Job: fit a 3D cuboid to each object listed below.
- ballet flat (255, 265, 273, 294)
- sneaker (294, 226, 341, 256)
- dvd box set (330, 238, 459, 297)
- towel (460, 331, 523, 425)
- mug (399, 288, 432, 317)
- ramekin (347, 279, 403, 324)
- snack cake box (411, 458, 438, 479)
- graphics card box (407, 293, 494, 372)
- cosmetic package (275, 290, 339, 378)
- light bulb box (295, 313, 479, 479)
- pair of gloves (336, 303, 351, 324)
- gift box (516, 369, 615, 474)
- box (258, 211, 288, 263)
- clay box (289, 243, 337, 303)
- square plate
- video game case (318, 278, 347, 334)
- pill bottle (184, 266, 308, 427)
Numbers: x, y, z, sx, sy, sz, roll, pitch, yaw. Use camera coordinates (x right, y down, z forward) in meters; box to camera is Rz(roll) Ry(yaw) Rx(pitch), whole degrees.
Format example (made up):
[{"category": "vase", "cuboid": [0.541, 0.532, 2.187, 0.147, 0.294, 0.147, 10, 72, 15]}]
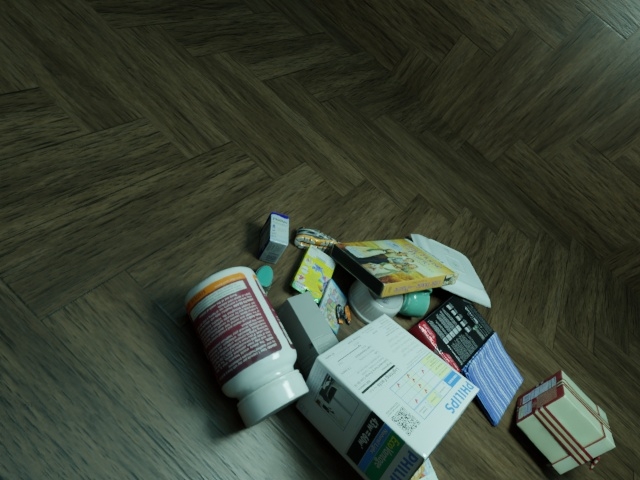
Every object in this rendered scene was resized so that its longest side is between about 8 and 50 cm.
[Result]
[{"category": "ballet flat", "cuboid": [-0.205, 0.166, 1.382, 0.070, 0.070, 0.189, 27, 41, -13]}, {"category": "sneaker", "cuboid": [0.000, 0.000, 1.644, 0.214, 0.084, 0.083, 19, 40, -21]}, {"category": "dvd box set", "cuboid": [0.293, 0.093, 1.618, 0.420, 0.062, 0.307, -3, 29, -36]}, {"category": "towel", "cuboid": [0.706, 0.548, 1.676, 0.335, 0.040, 0.243, -25, 82, -44]}, {"category": "mug", "cuboid": [0.361, 0.225, 1.649, 0.097, 0.158, 0.129, 13, 14, -21]}, {"category": "ramekin", "cuboid": [0.220, 0.217, 1.593, 0.207, 0.109, 0.207, 19, 47, -21]}, {"category": "snack cake box", "cuboid": [0.254, 0.698, 1.239, 0.152, 0.089, 0.265, -3, 58, -33]}, {"category": "graphics card box", "cuboid": [0.537, 0.375, 1.689, 0.370, 0.094, 0.233, -25, 71, -43]}, {"category": "cosmetic package", "cuboid": [-0.042, 0.299, 1.338, 0.107, 0.127, 0.238, -18, 65, -42]}, {"category": "light bulb box", "cuboid": [0.193, 0.455, 1.201, 0.361, 0.225, 0.357, 38, 34, 28]}, {"category": "pair of gloves", "cuboid": [0.084, 0.270, 1.506, 0.083, 0.010, 0.074, 18, 57, -50]}, {"category": "gift box", "cuboid": [0.914, 0.700, 1.576, 0.258, 0.276, 0.255, 47, 31, 13]}, {"category": "box", "cuboid": [-0.170, -0.009, 1.502, 0.072, 0.126, 0.137, 16, 48, -21]}, {"category": "clay box", "cuboid": [-0.029, 0.131, 1.535, 0.127, 0.053, 0.222, 34, 45, -9]}, {"category": "square plate", "cuboid": [0.592, 0.120, 1.875, 0.347, 0.049, 0.344, 23, 32, -20]}, {"category": "video game case", "cuboid": [0.044, 0.237, 1.489, 0.119, 0.015, 0.166, 53, 37, -26]}, {"category": "pill bottle", "cuboid": [-0.206, 0.292, 1.162, 0.224, 0.224, 0.392, -14, 64, -40]}]
